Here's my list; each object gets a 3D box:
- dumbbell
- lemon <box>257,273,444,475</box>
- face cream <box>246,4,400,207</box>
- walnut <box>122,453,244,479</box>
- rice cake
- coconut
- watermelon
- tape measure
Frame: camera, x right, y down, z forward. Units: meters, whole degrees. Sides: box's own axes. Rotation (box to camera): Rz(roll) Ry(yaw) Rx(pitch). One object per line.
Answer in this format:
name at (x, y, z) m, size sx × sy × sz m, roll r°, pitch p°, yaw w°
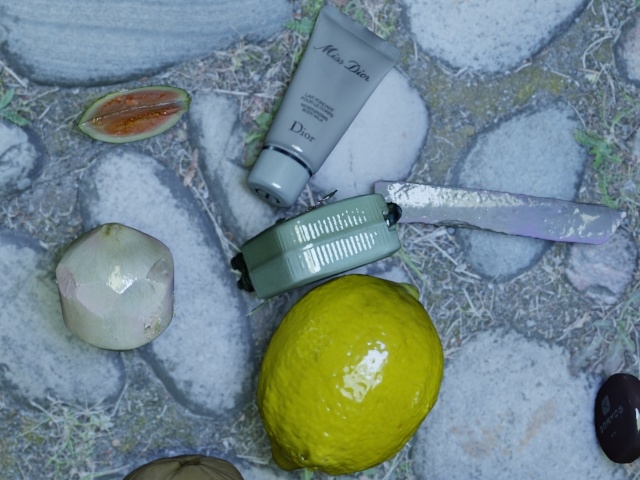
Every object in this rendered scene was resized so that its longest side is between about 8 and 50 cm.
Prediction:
dumbbell at (0.549, 0.275, 1.419) m, size 0.225 × 0.140 × 0.124 m, roll 3°, pitch 52°, yaw -10°
lemon at (0.037, 0.192, 1.289) m, size 0.245 × 0.245 × 0.320 m, roll 34°, pitch 92°, yaw -6°
face cream at (-0.005, -0.196, 1.384) m, size 0.143 × 0.089 × 0.314 m, roll 30°, pitch 73°, yaw -7°
walnut at (-0.189, 0.409, 1.269) m, size 0.228 × 0.228 × 0.228 m, roll 0°, pitch 88°, yaw -9°
rice cake at (0.272, -0.043, 1.424) m, size 0.399 × 0.064 × 0.070 m, roll 7°, pitch 96°, yaw -9°
coconut at (-0.277, 0.057, 1.267) m, size 0.171 × 0.171 × 0.183 m, roll 1°, pitch 131°, yaw -9°
watermelon at (-0.267, -0.177, 1.343) m, size 0.163 × 0.087 × 0.069 m, roll -14°, pitch 121°, yaw -8°
tape measure at (0.000, 0.000, 1.318) m, size 0.207 × 0.235 × 0.115 m, roll -20°, pitch 88°, yaw -23°
